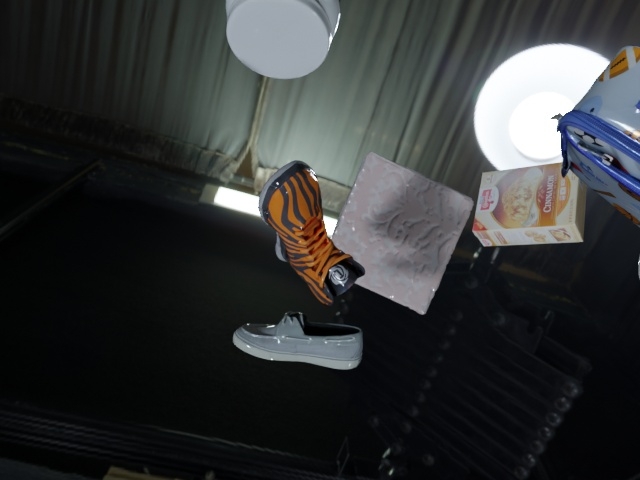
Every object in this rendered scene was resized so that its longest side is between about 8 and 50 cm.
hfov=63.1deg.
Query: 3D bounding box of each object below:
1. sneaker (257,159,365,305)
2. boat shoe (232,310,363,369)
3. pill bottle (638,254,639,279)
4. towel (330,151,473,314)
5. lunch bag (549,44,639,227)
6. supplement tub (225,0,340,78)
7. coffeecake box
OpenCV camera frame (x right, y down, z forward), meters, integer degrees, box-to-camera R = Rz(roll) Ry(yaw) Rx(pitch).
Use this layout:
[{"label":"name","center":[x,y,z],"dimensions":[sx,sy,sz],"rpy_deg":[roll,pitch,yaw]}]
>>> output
[{"label":"sneaker","center":[0.000,0.000,0.915],"dimensions":[0.124,0.321,0.180],"rpy_deg":[-40,-114,-12]},{"label":"boat shoe","center":[-0.037,0.162,0.906],"dimensions":[0.227,0.081,0.079],"rpy_deg":[9,-165,1]},{"label":"pill bottle","center":[0.798,0.053,0.968],"dimensions":[0.204,0.204,0.361],"rpy_deg":[18,176,-2]},{"label":"towel","center":[0.198,-0.018,1.350],"dimensions":[0.317,0.332,0.053],"rpy_deg":[24,178,-7]},{"label":"lunch bag","center":[0.370,-0.055,0.509],"dimensions":[0.303,0.115,0.243],"rpy_deg":[43,-166,21]},{"label":"supplement tub","center":[-0.058,-0.439,0.900],"dimensions":[0.191,0.191,0.272],"rpy_deg":[13,-119,-14]},{"label":"coffeecake box","center":[0.402,-0.068,1.002],"dimensions":[0.185,0.142,0.068],"rpy_deg":[-4,148,38]}]
